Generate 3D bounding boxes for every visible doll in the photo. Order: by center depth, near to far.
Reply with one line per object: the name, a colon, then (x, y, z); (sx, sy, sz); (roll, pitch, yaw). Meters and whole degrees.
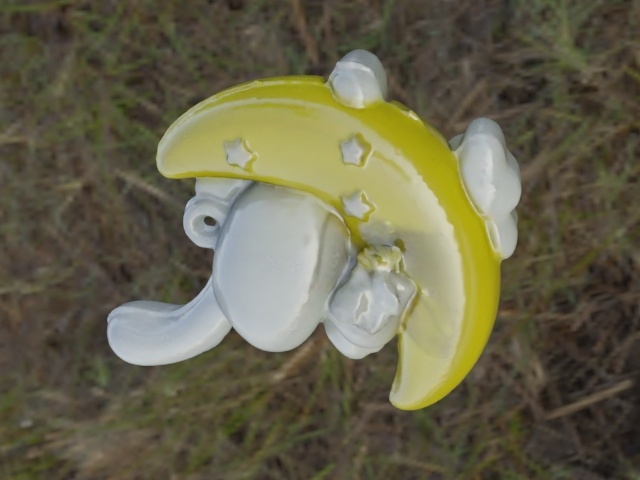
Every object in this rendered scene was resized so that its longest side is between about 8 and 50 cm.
doll: (0.000, 0.000, 1.007); (0.237, 0.111, 0.252); (17, 121, 0)
